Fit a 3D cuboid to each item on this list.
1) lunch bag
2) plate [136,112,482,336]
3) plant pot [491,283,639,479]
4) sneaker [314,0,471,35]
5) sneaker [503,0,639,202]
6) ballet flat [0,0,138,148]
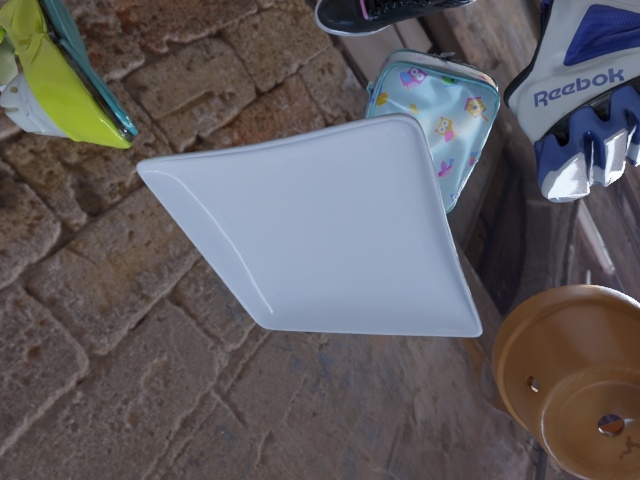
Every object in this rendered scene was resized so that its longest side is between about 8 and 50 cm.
[{"bbox_3d":[0.178,-0.198,0.927,0.108,0.224,0.279,-65,172,-53],"label":"lunch bag"},{"bbox_3d":[0.000,0.000,0.513,0.278,0.277,0.045,-4,-134,28],"label":"plate"},{"bbox_3d":[0.436,0.239,0.823,0.291,0.291,0.203,-29,-174,18],"label":"plant pot"},{"bbox_3d":[0.131,-0.405,0.821,0.296,0.104,0.147,-11,-166,5],"label":"sneaker"},{"bbox_3d":[0.308,-0.192,0.478,0.315,0.182,0.127,-31,154,12],"label":"sneaker"},{"bbox_3d":[-0.211,-0.126,0.399,0.077,0.077,0.231,-34,-124,-6],"label":"ballet flat"}]
